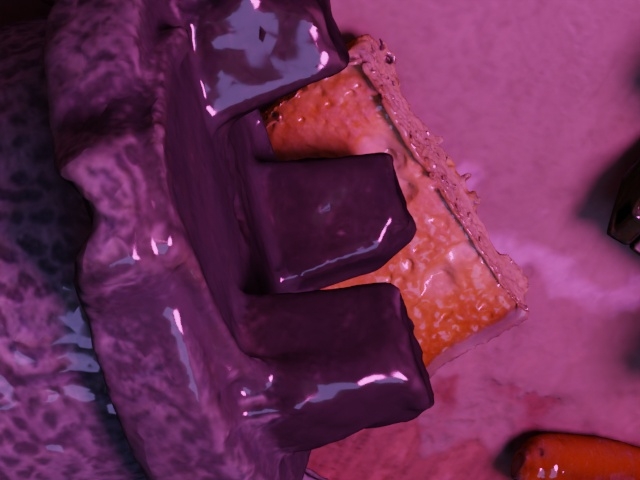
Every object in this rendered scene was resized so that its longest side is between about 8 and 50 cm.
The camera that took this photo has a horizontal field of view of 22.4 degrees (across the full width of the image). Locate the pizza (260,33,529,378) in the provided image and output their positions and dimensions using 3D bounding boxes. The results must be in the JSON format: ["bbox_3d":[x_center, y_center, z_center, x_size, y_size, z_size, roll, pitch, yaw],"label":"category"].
[{"bbox_3d":[0.009,0.003,0.972,0.204,0.080,0.188,-36,101,21],"label":"pizza"}]

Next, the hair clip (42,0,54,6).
[{"bbox_3d":[-0.083,-0.206,0.816,0.257,0.075,0.146,-31,126,-1],"label":"hair clip"}]

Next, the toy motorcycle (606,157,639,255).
[{"bbox_3d":[0.268,-0.008,0.978,0.205,0.127,0.275,35,128,-12],"label":"toy motorcycle"}]

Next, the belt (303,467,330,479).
[{"bbox_3d":[-0.058,0.216,1.010,0.295,0.207,0.160,33,114,-14],"label":"belt"}]

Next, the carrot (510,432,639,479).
[{"bbox_3d":[0.230,0.166,1.148,0.216,0.048,0.048,9,119,-25],"label":"carrot"}]

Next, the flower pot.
[{"bbox_3d":[-0.100,0.006,0.787,0.282,0.299,0.299,-12,125,8],"label":"flower pot"}]
